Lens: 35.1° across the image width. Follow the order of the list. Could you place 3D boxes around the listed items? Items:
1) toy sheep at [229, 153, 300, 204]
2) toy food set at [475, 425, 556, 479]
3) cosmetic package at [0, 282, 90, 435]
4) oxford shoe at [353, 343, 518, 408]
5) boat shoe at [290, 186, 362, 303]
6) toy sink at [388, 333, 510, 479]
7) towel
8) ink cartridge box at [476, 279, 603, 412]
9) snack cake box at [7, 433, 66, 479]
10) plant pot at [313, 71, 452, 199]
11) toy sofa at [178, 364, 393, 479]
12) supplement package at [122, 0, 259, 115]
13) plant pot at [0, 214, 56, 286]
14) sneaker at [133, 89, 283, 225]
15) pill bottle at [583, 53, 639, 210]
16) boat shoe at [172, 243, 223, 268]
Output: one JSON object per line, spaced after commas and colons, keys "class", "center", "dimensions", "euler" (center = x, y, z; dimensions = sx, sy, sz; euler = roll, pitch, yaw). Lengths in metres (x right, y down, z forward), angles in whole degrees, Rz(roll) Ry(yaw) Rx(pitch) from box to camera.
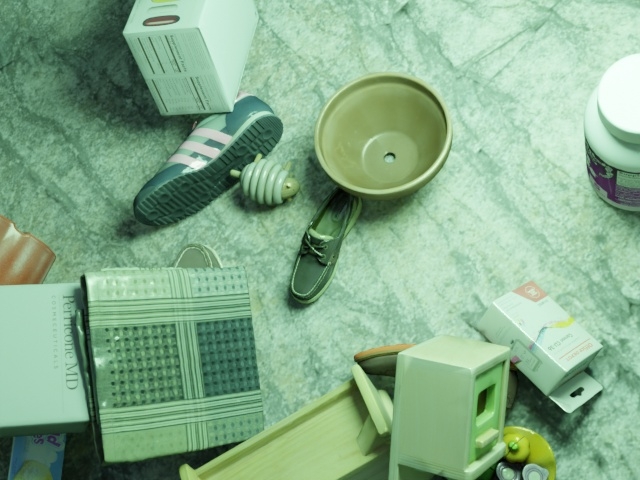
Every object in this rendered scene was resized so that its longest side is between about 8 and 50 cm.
{"class": "toy sheep", "center": [-0.100, -0.108, 1.830], "dimensions": [0.132, 0.091, 0.091], "euler": [13, 77, 14]}
{"class": "toy food set", "center": [0.279, 0.389, 1.571], "dimensions": [0.128, 0.071, 0.218], "euler": [25, 81, 21]}
{"class": "cosmetic package", "center": [-0.600, 0.199, 1.596], "dimensions": [0.453, 0.161, 0.230], "euler": [-2, 75, -16]}
{"class": "oxford shoe", "center": [0.184, 0.222, 1.641], "dimensions": [0.271, 0.097, 0.098], "euler": [2, 80, 16]}
{"class": "boat shoe", "center": [0.001, 0.000, 1.771], "dimensions": [0.080, 0.073, 0.223], "euler": [23, 79, 23]}
{"class": "toy sink", "center": [0.197, 0.276, 1.515], "dimensions": [0.131, 0.153, 0.234], "euler": [9, 100, 31]}
{"class": "towel", "center": [-0.244, 0.194, 1.663], "dimensions": [0.056, 0.324, 0.312], "euler": [-18, 76, 49]}
{"class": "ink cartridge box", "center": [0.358, 0.165, 1.590], "dimensions": [0.198, 0.115, 0.067], "euler": [45, 133, 22]}
{"class": "snack cake box", "center": [-0.489, 0.376, 1.742], "dimensions": [0.089, 0.152, 0.264], "euler": [7, 73, -14]}
{"class": "plant pot", "center": [0.114, -0.167, 1.767], "dimensions": [0.237, 0.110, 0.237], "euler": [-4, 68, 10]}
{"class": "toy sofa", "center": [-0.030, 0.377, 1.640], "dimensions": [0.362, 0.177, 0.150], "euler": [-31, 43, 5]}
{"class": "supplement package", "center": [-0.227, -0.393, 1.848], "dimensions": [0.145, 0.204, 0.262], "euler": [-1, 52, 15]}
{"class": "plant pot", "center": [-0.637, 0.085, 1.839], "dimensions": [0.272, 0.272, 0.265], "euler": [23, 73, 21]}
{"class": "sneaker", "center": [-0.223, -0.154, 1.878], "dimensions": [0.319, 0.112, 0.131], "euler": [-35, 52, -3]}
{"class": "pill bottle", "center": [0.491, -0.166, 1.560], "dimensions": [0.169, 0.301, 0.169], "euler": [-5, 72, 14]}
{"class": "boat shoe", "center": [-0.231, 0.152, 1.777], "dimensions": [0.117, 0.097, 0.324], "euler": [-1, 73, 15]}
